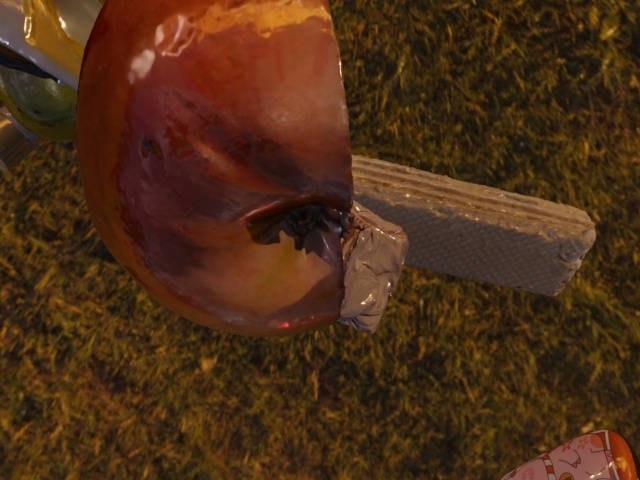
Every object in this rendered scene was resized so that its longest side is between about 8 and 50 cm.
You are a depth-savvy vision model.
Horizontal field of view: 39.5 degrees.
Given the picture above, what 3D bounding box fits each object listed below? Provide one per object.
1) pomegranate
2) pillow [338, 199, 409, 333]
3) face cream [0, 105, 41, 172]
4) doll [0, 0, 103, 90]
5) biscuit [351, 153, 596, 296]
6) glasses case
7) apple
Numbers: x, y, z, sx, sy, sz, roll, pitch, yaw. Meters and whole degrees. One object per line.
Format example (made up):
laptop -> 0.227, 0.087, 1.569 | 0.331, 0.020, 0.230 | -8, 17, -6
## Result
pomegranate -> -0.282, -0.212, 1.034 | 0.198, 0.246, 0.198 | -7, 102, -32
pillow -> 0.000, 0.000, 0.950 | 0.248, 0.049, 0.135 | 31, 76, -31
face cream -> -0.360, -0.189, 1.200 | 0.224, 0.114, 0.070 | -46, 115, -21
doll -> -0.298, -0.224, 0.821 | 0.316, 0.145, 0.103 | 29, 81, -12
biscuit -> 0.154, -0.027, 1.222 | 0.426, 0.078, 0.144 | 13, 138, -5
glasses case -> 0.281, 0.321, 1.096 | 0.067, 0.103, 0.266 | 22, 134, -28
apple -> -0.084, -0.064, 0.611 | 0.163, 0.251, 0.293 | -10, 131, -9
